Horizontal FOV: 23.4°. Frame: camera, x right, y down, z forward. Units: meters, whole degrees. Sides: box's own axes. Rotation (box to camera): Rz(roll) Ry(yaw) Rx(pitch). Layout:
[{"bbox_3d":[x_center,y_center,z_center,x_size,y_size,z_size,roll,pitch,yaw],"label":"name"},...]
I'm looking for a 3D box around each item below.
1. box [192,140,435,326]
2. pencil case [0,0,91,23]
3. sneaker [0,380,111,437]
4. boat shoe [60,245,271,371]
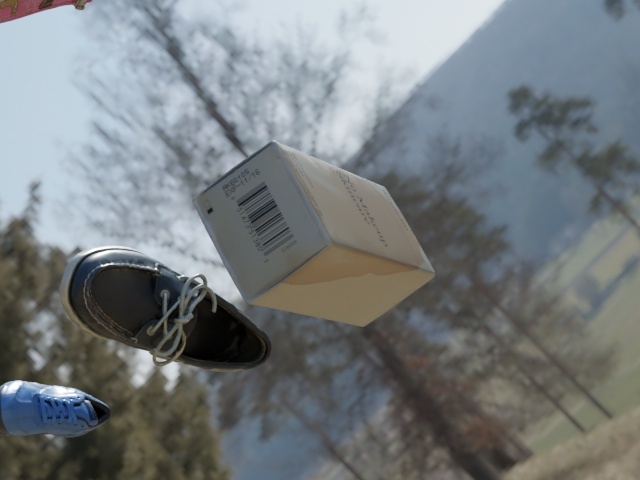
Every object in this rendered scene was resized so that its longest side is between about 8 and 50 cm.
[{"bbox_3d":[0.000,0.000,1.778,0.121,0.148,0.311,-36,-19,17],"label":"box"},{"bbox_3d":[-0.515,-0.421,2.453,0.386,0.167,0.160,-26,-34,-45],"label":"pencil case"},{"bbox_3d":[-0.333,0.210,1.932,0.082,0.069,0.209,-5,-10,19],"label":"sneaker"},{"bbox_3d":[-0.142,0.074,1.473,0.254,0.079,0.095,35,-105,-50],"label":"boat shoe"}]
